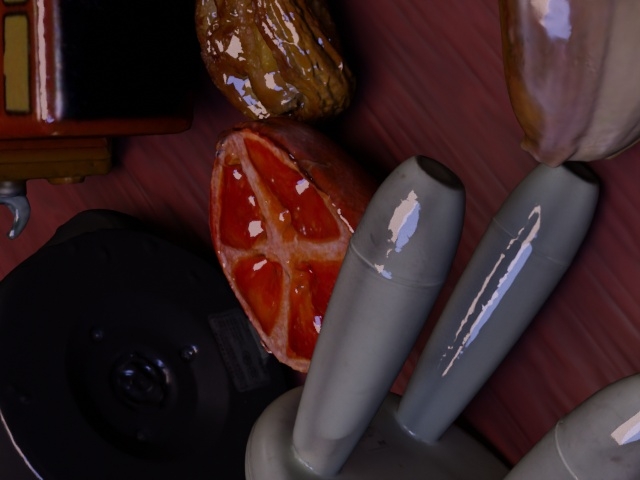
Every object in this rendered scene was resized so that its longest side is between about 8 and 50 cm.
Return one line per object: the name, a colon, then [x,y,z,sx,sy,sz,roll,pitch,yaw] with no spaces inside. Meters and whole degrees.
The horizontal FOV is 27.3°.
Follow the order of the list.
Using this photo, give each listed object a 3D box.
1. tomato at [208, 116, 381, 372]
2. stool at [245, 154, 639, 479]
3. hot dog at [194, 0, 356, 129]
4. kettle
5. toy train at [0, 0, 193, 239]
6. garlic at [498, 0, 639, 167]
tomato: [0.000,0.000,0.782,0.155,0.069,0.156,31,131,43]
stool: [0.091,0.082,0.650,0.195,0.195,0.199,45,115,26]
hot dog: [-0.030,-0.136,0.796,0.099,0.065,0.147,-26,80,56]
kettle: [-0.184,0.124,0.873,0.271,0.207,0.251,-41,77,43]
toy train: [-0.193,-0.182,0.851,0.231,0.163,0.369,4,98,44]
garlic: [0.136,-0.149,0.641,0.115,0.128,0.207,-11,76,13]
